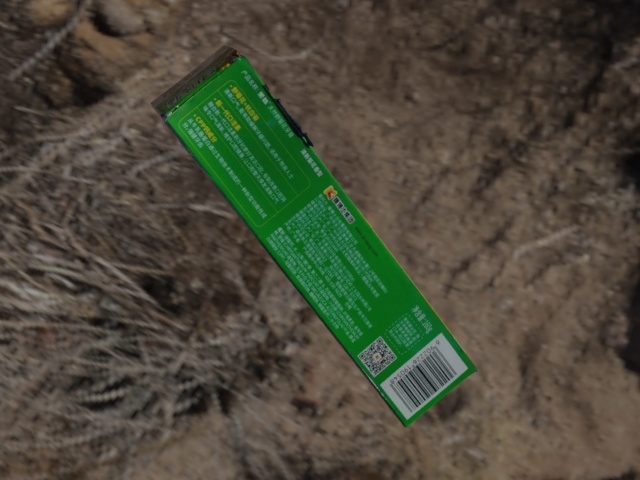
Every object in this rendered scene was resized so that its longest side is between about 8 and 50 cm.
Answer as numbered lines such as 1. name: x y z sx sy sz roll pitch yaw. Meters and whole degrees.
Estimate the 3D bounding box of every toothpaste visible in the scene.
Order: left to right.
1. toothpaste: 0.000 0.000 0.649 0.043 0.037 0.178 -39 111 -3
